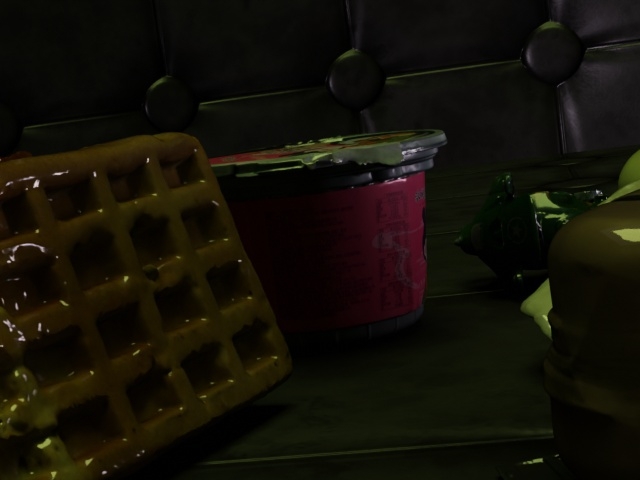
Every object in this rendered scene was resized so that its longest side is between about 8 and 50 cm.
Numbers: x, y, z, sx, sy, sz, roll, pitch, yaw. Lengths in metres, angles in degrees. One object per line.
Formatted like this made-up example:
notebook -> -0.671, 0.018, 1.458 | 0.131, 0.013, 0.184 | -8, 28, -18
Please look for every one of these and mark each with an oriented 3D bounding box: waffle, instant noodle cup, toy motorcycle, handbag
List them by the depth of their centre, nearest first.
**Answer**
handbag -> 0.287, 0.039, 0.603 | 0.301, 0.149, 0.283 | -3, 5, 27
waffle -> -0.163, 0.049, 0.747 | 0.098, 0.224, 0.327 | -23, -1, 30
instant noodle cup -> 0.000, 0.000, 1.086 | 0.258, 0.182, 0.302 | -4, 8, 21
toy motorcycle -> 0.272, -0.015, 1.177 | 0.274, 0.125, 0.187 | -7, -2, 8

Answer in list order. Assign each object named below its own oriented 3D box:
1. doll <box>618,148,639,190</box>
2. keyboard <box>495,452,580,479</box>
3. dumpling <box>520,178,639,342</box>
doll -> 0.440, -0.070, 1.420 | 0.141, 0.117, 0.296 | -9, 6, 17
keyboard -> 0.139, 0.136, 0.556 | 0.063, 0.010, 0.198 | -9, 7, -4
dumpling -> 0.255, 0.023, 0.865 | 0.162, 0.132, 0.250 | 6, 34, 43
